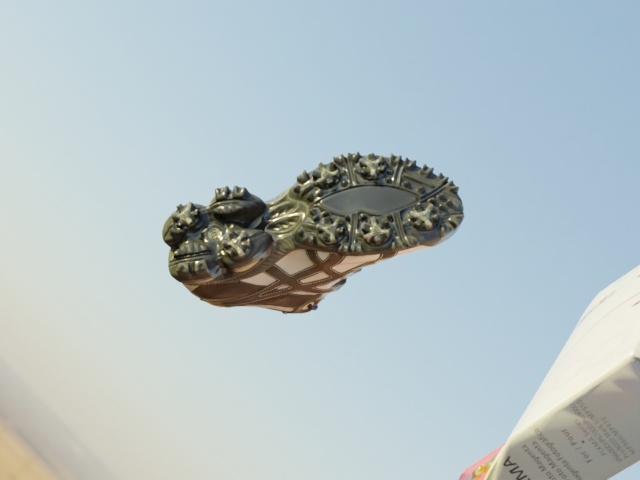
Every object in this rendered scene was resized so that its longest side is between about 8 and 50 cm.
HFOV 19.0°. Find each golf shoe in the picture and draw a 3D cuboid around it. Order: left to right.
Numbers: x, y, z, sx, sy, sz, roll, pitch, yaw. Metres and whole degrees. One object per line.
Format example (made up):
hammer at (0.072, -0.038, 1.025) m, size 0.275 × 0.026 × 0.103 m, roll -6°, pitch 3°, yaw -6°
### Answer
golf shoe at (0.000, 0.000, 1.249) m, size 0.094 × 0.198 × 0.077 m, roll 66°, pitch 20°, yaw -56°

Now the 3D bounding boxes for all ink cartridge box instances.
ink cartridge box at (0.125, 0.099, 1.070) m, size 0.066 × 0.232 × 0.189 m, roll 54°, pitch 30°, yaw -6°
